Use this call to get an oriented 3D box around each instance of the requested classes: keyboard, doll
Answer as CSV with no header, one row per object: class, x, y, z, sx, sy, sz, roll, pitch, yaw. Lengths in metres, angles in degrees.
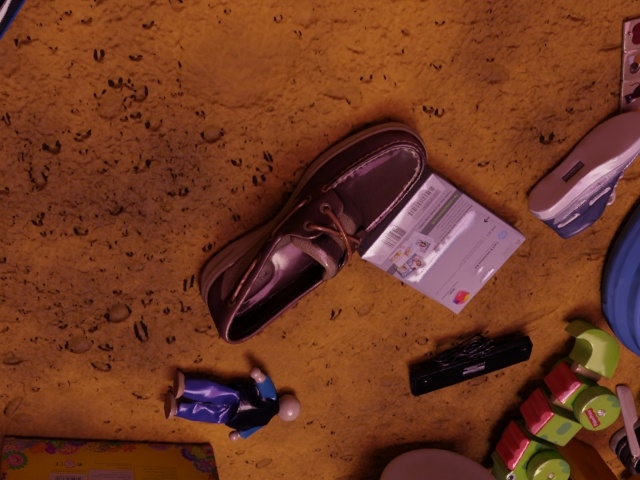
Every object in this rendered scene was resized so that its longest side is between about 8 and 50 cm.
keyboard,0.221,0.171,1.289,0.192,0.038,0.100,-17,147,-8
doll,-0.112,0.222,1.201,0.189,0.046,0.129,13,117,-23

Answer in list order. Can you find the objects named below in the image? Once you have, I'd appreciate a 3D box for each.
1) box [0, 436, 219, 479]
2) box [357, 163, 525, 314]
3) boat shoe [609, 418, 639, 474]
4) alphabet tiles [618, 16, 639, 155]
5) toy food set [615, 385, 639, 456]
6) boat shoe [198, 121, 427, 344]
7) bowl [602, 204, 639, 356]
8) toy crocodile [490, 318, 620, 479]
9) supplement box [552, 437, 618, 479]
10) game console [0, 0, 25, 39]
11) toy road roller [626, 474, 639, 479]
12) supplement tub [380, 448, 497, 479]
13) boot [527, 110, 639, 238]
box,-0.304,0.436,1.196,0.289,0.177,0.279,7,119,-21
box,0.160,0.001,1.154,0.186,0.038,0.145,30,108,-29
boat shoe,0.601,0.312,1.461,0.227,0.069,0.081,-36,123,6
alphabet tiles,0.484,-0.198,1.150,0.198,0.009,0.237,-15,124,-8
toy food set,0.594,0.285,1.386,0.217,0.071,0.128,-2,79,-5
boat shoe,0.000,0.000,1.051,0.342,0.123,0.123,-37,124,7
bowl,0.609,0.038,1.286,0.391,0.077,0.391,-9,123,-14
toy crocodile,0.348,0.277,1.337,0.105,0.115,0.341,23,110,-22
supplement box,0.385,0.445,1.402,0.129,0.191,0.194,29,108,-29
game console,-0.351,-0.310,0.733,0.293,0.250,0.173,-51,148,16
toy road roller,0.710,0.454,1.479,0.329,0.241,0.202,-38,123,8
supplement tub,0.161,0.504,1.348,0.228,0.228,0.316,-1,120,-16
boot,0.369,-0.085,1.156,0.190,0.069,0.086,-40,131,19
